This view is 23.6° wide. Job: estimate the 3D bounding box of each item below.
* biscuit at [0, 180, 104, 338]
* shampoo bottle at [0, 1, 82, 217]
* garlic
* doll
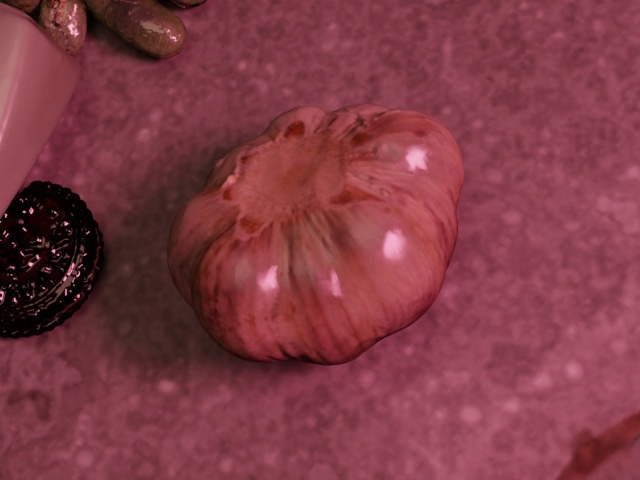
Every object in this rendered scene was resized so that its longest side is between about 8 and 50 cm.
[{"bbox_3d":[-0.164,0.011,0.862,0.089,0.027,0.087,-29,63,1],"label":"biscuit"},{"bbox_3d":[-0.262,0.028,0.846,0.134,0.078,0.359,19,71,38],"label":"shampoo bottle"},{"bbox_3d":[0.000,0.000,0.782,0.159,0.102,0.147,-43,48,-19],"label":"garlic"},{"bbox_3d":[-0.138,-0.166,0.915,0.150,0.077,0.115,23,84,12],"label":"doll"}]
